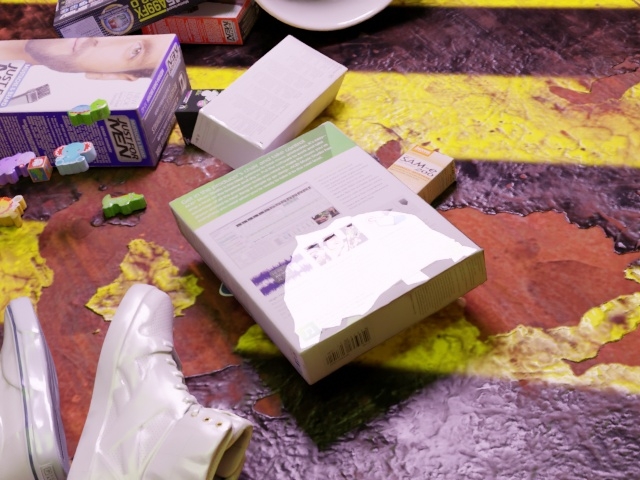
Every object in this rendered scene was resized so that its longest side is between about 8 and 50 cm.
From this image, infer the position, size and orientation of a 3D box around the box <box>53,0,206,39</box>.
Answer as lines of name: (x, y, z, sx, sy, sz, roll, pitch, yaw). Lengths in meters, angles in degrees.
box: (-0.273, -0.403, 1.814, 0.270, 0.060, 0.216, -21, 34, 7)

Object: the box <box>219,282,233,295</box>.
box: (0.005, 0.026, 1.364, 0.225, 0.036, 0.136, 0, 43, 13)

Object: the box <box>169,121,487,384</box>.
box: (0.000, 0.000, 1.327, 0.232, 0.058, 0.322, -28, 44, -16)

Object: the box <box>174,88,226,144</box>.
box: (-0.147, -0.168, 1.597, 0.083, 0.062, 0.052, 3, 45, 16)

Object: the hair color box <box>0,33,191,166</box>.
hair color box: (-0.373, -0.197, 1.656, 0.339, 0.110, 0.185, 1, 42, 13)

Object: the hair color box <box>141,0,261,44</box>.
hair color box: (-0.186, -0.350, 1.816, 0.167, 0.053, 0.093, 5, 44, 18)

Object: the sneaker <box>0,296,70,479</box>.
sneaker: (-0.331, 0.161, 1.258, 0.091, 0.094, 0.258, -14, 42, -8)

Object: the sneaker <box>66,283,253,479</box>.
sneaker: (-0.144, 0.173, 1.199, 0.169, 0.108, 0.292, -1, 53, 11)

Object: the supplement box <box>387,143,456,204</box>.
supplement box: (0.113, -0.071, 1.443, 0.062, 0.036, 0.098, 25, 53, 34)

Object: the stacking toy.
stacking toy: (-0.348, -0.100, 1.496, 0.221, 0.167, 0.052, -6, 42, 9)

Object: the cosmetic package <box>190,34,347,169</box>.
cosmetic package: (-0.064, -0.177, 1.538, 0.099, 0.060, 0.239, 30, 43, 10)

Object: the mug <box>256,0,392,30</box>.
mug: (0.026, -0.499, 1.798, 0.374, 0.276, 0.328, 10, 29, -20)
